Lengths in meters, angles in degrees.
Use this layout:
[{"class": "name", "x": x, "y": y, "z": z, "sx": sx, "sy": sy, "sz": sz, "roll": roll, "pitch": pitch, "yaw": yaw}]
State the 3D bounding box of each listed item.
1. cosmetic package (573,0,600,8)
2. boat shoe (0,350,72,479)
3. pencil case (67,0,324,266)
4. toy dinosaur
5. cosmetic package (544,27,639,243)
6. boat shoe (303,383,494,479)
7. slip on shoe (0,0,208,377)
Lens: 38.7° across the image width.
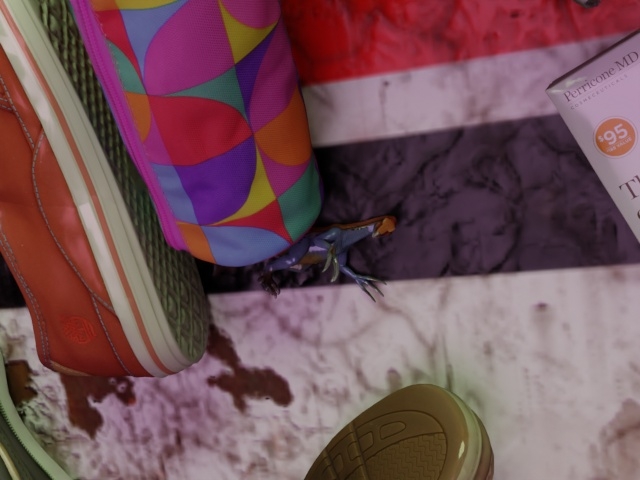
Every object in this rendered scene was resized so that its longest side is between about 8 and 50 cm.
[{"class": "cosmetic package", "x": 0.019, "y": -0.230, "z": 0.394, "sx": 0.309, "sy": 0.160, "sz": 0.113, "roll": 36, "pitch": 111, "yaw": 9}, {"class": "boat shoe", "x": -0.234, "y": 0.163, "z": 0.601, "sx": 0.109, "sy": 0.091, "sz": 0.305, "roll": -24, "pitch": 94, "yaw": 22}, {"class": "pencil case", "x": -0.067, "y": -0.092, "z": 0.430, "sx": 0.104, "sy": 0.104, "sz": 0.236, "roll": 0, "pitch": 137, "yaw": 18}, {"class": "toy dinosaur", "x": 0.000, "y": 0.000, "z": 0.517, "sx": 0.082, "sy": 0.047, "sz": 0.090, "roll": -40, "pitch": 77, "yaw": 4}, {"class": "cosmetic package", "x": 0.231, "y": -0.093, "z": 0.408, "sx": 0.239, "sy": 0.060, "sz": 0.099, "roll": -32, "pitch": 90, "yaw": 22}, {"class": "boat shoe", "x": 0.027, "y": 0.203, "z": 0.533, "sx": 0.089, "sy": 0.104, "sz": 0.285, "roll": 16, "pitch": 117, "yaw": -26}, {"class": "slip on shoe", "x": -0.162, "y": -0.070, "z": 0.509, "sx": 0.101, "sy": 0.123, "sz": 0.331, "roll": -16, "pitch": 102, "yaw": 11}]
